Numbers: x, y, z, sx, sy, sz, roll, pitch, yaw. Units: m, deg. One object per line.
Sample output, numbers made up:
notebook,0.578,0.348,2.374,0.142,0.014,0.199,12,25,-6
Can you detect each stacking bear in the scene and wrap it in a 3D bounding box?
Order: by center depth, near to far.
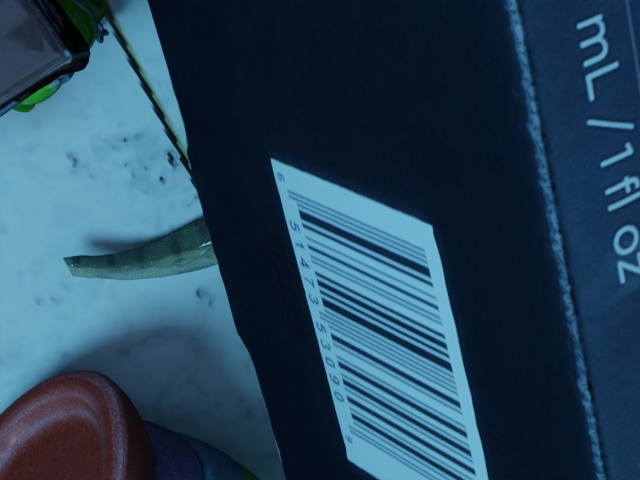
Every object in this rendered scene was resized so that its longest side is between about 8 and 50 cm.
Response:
stacking bear,-0.065,0.211,0.985,0.289,0.175,0.164,40,48,-32

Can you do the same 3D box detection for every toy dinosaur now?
toy dinosaur,0.000,0.000,0.999,0.268,0.064,0.118,-27,103,-6

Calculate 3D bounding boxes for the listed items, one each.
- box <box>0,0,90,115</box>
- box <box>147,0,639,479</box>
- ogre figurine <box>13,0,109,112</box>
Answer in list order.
box,-0.285,-0.179,0.737,0.191,0.143,0.381,-34,99,0
box,0.211,-0.059,0.835,0.472,0.297,0.480,-28,119,-25
ogre figurine,-0.199,-0.077,0.887,0.197,0.118,0.097,-5,105,-14
